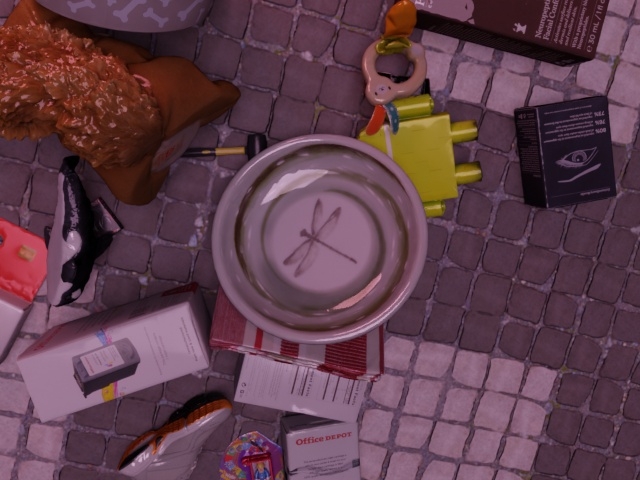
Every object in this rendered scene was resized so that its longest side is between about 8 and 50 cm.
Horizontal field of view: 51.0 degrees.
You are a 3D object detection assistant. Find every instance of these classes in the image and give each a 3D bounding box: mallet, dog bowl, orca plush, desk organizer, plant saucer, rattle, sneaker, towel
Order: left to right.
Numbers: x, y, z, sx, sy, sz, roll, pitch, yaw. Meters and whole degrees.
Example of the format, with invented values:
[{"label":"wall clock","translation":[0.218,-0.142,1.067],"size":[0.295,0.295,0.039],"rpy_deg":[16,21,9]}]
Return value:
[{"label":"orca plush","translation":[-0.447,-0.015,1.257],"size":[0.102,0.151,0.287],"rpy_deg":[-4,100,-39]},{"label":"dog bowl","translation":[-0.325,-0.453,1.095],"size":[0.349,0.348,0.102],"rpy_deg":[11,128,-8]},{"label":"sneaker","translation":[-0.274,0.416,1.361],"size":[0.262,0.099,0.121],"rpy_deg":[-34,108,7]},{"label":"mallet","translation":[-0.196,-0.164,1.310],"size":[0.190,0.039,0.062],"rpy_deg":[-10,96,-1]},{"label":"towel","translation":[-0.037,0.143,1.290],"size":[0.329,0.237,0.037],"rpy_deg":[14,132,-9]},{"label":"plant saucer","translation":[0.000,0.000,1.268],"size":[0.401,0.100,0.400],"rpy_deg":[-1,76,6]},{"label":"rattle","translation":[0.135,-0.303,1.217],"size":[0.130,0.143,0.199],"rpy_deg":[27,71,-14]},{"label":"desk organizer","translation":[0.152,-0.304,1.321],"size":[0.130,0.050,0.047],"rpy_deg":[4,98,-8]}]

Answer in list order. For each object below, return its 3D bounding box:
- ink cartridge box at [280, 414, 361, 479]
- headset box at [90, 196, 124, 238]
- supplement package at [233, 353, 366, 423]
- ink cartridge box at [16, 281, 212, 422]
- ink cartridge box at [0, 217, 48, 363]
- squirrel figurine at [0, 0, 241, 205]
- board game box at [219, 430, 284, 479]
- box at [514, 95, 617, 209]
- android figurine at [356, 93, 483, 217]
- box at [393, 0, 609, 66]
[{"label":"ink cartridge box","translation":[0.001,0.466,1.389],"size":[0.153,0.087,0.208],"rpy_deg":[-5,99,-14]},{"label":"headset box","translation":[-0.432,-0.039,1.298],"size":[0.062,0.032,0.083],"rpy_deg":[-34,102,-1]},{"label":"supplement package","translation":[-0.039,0.256,1.335],"size":[0.244,0.139,0.133],"rpy_deg":[13,97,-10]},{"label":"ink cartridge box","translation":[-0.360,0.195,1.243],"size":[0.306,0.226,0.131],"rpy_deg":[-19,99,-3]},{"label":"ink cartridge box","translation":[-0.689,0.064,1.265],"size":[0.296,0.066,0.261],"rpy_deg":[28,95,-10]},{"label":"squirrel figurine","translation":[-0.393,-0.269,1.097],"size":[0.370,0.397,0.281],"rpy_deg":[42,103,3]},{"label":"board game box","translation":[-0.129,0.488,1.411],"size":[0.169,0.033,0.133],"rpy_deg":[37,92,-10]},{"label":"box","translation":[0.491,-0.176,1.352],"size":[0.153,0.108,0.207],"rpy_deg":[-9,100,-6]},{"label":"android figurine","translation":[0.175,-0.157,1.322],"size":[0.273,0.056,0.248],"rpy_deg":[-9,108,9]},{"label":"box","translation":[0.347,-0.475,1.278],"size":[0.382,0.143,0.191],"rpy_deg":[12,97,-7]}]
